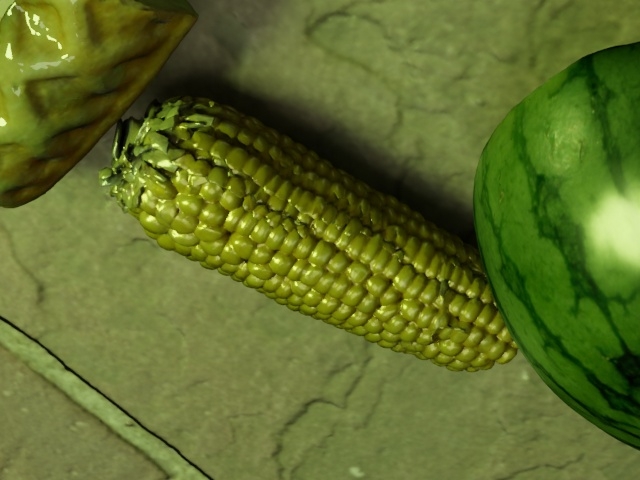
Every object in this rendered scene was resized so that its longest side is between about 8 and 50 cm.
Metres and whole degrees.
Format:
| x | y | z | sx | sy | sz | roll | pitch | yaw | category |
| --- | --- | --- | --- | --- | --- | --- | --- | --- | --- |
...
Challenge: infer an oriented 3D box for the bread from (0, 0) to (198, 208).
| x | y | z | sx | sy | sz | roll | pitch | yaw | category |
| --- | --- | --- | --- | --- | --- | --- | --- | --- | --- |
| -0.171 | -0.093 | 0.779 | 0.232 | 0.128 | 0.088 | -34 | 85 | 35 | bread |

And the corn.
| x | y | z | sx | sy | sz | roll | pitch | yaw | category |
| --- | --- | --- | --- | --- | --- | --- | --- | --- | --- |
| 0.000 | 0.000 | 0.842 | 0.318 | 0.115 | 0.115 | 29 | 131 | -15 | corn |

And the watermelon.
| x | y | z | sx | sy | sz | roll | pitch | yaw | category |
| --- | --- | --- | --- | --- | --- | --- | --- | --- | --- |
| 0.237 | 0.044 | 0.721 | 0.331 | 0.189 | 0.330 | 12 | 150 | 7 | watermelon |

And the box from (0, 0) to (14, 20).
| x | y | z | sx | sy | sz | roll | pitch | yaw | category |
| --- | --- | --- | --- | --- | --- | --- | --- | --- | --- |
| -0.232 | -0.232 | 0.656 | 0.265 | 0.048 | 0.273 | 28 | 145 | -25 | box |
